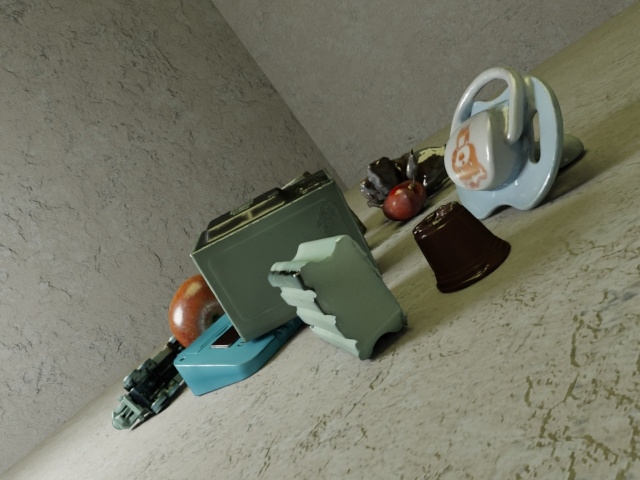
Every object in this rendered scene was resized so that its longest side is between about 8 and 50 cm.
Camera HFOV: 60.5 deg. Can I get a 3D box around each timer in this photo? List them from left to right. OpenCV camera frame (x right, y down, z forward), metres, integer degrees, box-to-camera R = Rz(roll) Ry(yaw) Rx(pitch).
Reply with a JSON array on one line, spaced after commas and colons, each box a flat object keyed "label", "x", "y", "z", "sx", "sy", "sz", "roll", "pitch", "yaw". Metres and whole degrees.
[{"label": "timer", "x": -0.148, "y": 0.216, "z": 1.137, "sx": 0.250, "sy": 0.091, "sz": 0.232, "roll": -15, "pitch": 18, "yaw": 42}]

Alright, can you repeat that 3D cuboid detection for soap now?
[{"label": "soap", "x": 0.016, "y": 0.074, "z": 0.775, "sx": 0.094, "sy": 0.150, "sz": 0.261, "roll": -41, "pitch": 7, "yaw": -13}]

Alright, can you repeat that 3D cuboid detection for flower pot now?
[{"label": "flower pot", "x": 0.175, "y": 0.001, "z": 0.716, "sx": 0.111, "sy": 0.089, "sz": 0.111, "roll": -36, "pitch": 5, "yaw": 4}]

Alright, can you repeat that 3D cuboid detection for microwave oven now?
[{"label": "microwave oven", "x": -0.068, "y": 0.020, "z": 1.084, "sx": 0.295, "sy": 0.237, "sz": 0.181, "roll": -27, "pitch": 17, "yaw": 2}]

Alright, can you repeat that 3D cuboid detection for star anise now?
[{"label": "star anise", "x": 0.228, "y": -0.149, "z": 1.476, "sx": 0.316, "sy": 0.139, "sz": 0.359, "roll": -19, "pitch": -11, "yaw": 37}]

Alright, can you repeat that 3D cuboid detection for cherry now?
[{"label": "cherry", "x": 0.207, "y": -0.096, "z": 1.334, "sx": 0.106, "sy": 0.087, "sz": 0.126, "roll": -40, "pitch": -12, "yaw": -23}]

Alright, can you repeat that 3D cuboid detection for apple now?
[{"label": "apple", "x": -0.272, "y": 0.179, "z": 1.347, "sx": 0.201, "sy": 0.201, "sz": 0.162, "roll": -39, "pitch": 18, "yaw": -20}]

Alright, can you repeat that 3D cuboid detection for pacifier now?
[{"label": "pacifier", "x": 0.317, "y": -0.150, "z": 0.857, "sx": 0.207, "sy": 0.227, "sz": 0.279, "roll": 3, "pitch": -4, "yaw": -15}]

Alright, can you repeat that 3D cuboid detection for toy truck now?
[{"label": "toy truck", "x": -0.395, "y": 0.341, "z": 1.338, "sx": 0.140, "sy": 0.108, "sz": 0.256, "roll": -49, "pitch": -1, "yaw": 39}]

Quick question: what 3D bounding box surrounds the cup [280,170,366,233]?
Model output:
[{"label": "cup", "x": -0.010, "y": -0.072, "z": 1.616, "sx": 0.227, "sy": 0.257, "sz": 0.301, "roll": -42, "pitch": 9, "yaw": -24}]

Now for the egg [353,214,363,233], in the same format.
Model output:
[{"label": "egg", "x": 0.000, "y": 0.000, "z": 1.352, "sx": 0.228, "sy": 0.177, "sz": 0.177, "roll": -22, "pitch": 12, "yaw": 28}]
